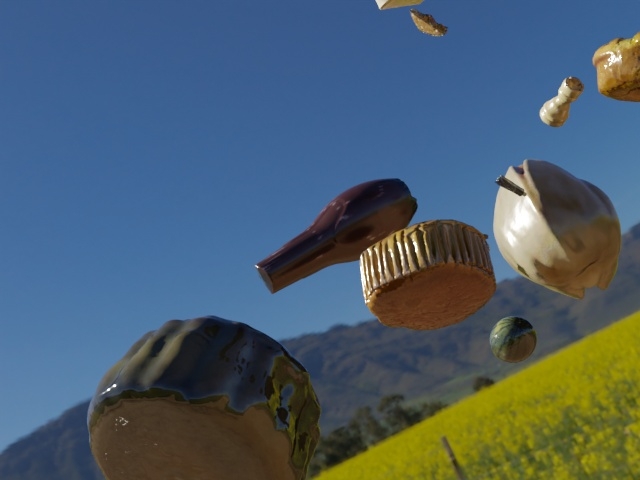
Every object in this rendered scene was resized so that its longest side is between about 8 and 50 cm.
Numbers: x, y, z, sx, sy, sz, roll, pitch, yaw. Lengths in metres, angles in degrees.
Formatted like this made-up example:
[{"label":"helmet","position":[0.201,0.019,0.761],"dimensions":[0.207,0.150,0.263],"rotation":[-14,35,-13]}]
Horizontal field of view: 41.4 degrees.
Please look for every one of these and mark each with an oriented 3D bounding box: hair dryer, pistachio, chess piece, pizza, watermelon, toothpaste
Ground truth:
[{"label":"hair dryer","position":[0.000,0.000,1.574],"dimensions":[0.312,0.123,0.340],"rotation":[-30,4,-15]},{"label":"pistachio","position":[0.569,-0.028,2.046],"dimensions":[0.281,0.365,0.445],"rotation":[-30,9,16]},{"label":"chess piece","position":[0.570,-0.329,1.993],"dimensions":[0.066,0.066,0.122],"rotation":[-19,-26,-23]},{"label":"pizza","position":[0.198,-0.409,1.567],"dimensions":[0.078,0.083,0.025],"rotation":[37,-91,-34]},{"label":"watermelon","position":[0.439,0.235,1.942],"dimensions":[0.105,0.105,0.133],"rotation":[-19,-36,-25]},{"label":"toothpaste","position":[0.420,-0.118,1.857],"dimensions":[0.083,0.019,0.027],"rotation":[26,-45,-21]}]

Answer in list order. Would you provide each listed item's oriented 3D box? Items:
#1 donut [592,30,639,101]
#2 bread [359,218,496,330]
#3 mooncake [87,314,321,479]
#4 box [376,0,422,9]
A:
[{"label":"donut","position":[0.699,-0.369,1.803],"dimensions":[0.226,0.114,0.226],"rotation":[-1,-6,0]},{"label":"bread","position":[0.158,0.059,1.239],"dimensions":[0.199,0.104,0.199],"rotation":[-4,-35,-3]},{"label":"mooncake","position":[-0.144,0.233,1.078],"dimensions":[0.290,0.290,0.161],"rotation":[-36,16,35]},{"label":"box","position":[0.171,-0.667,2.002],"dimensions":[0.168,0.212,0.095],"rotation":[-22,-5,-46]}]
